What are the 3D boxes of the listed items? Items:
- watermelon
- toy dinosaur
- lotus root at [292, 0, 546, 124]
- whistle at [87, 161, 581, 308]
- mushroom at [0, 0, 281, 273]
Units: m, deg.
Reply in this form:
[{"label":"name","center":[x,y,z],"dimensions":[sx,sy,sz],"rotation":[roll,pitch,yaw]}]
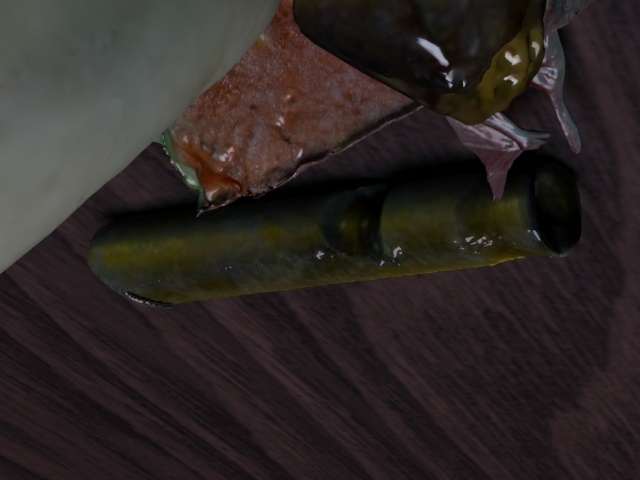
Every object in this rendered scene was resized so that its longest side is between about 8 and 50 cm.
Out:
[{"label":"watermelon","center":[0.040,-0.110,0.680],"dimensions":[0.231,0.128,0.146],"rotation":[-27,173,36]},{"label":"toy dinosaur","center":[0.071,-0.082,0.811],"dimensions":[0.108,0.032,0.220],"rotation":[5,152,11]},{"label":"lotus root","center":[-0.015,-0.175,0.356],"dimensions":[0.141,0.314,0.169],"rotation":[-24,-178,21]},{"label":"whistle","center":[0.000,0.001,1.007],"dimensions":[0.326,0.057,0.068],"rotation":[-9,152,35]},{"label":"mushroom","center":[-0.166,-0.082,0.546],"dimensions":[0.315,0.314,0.336],"rotation":[8,148,0]}]
